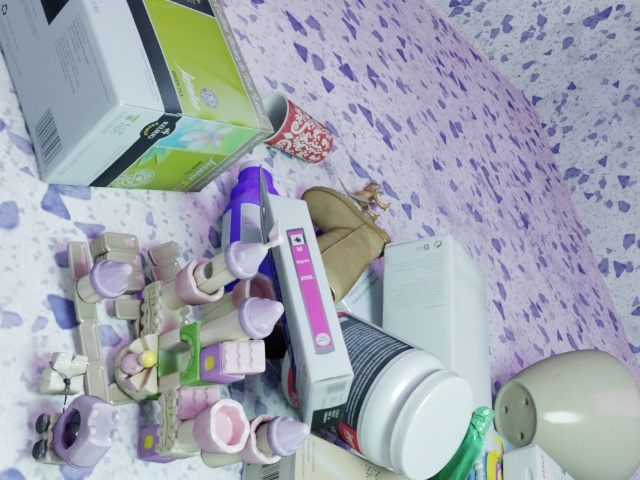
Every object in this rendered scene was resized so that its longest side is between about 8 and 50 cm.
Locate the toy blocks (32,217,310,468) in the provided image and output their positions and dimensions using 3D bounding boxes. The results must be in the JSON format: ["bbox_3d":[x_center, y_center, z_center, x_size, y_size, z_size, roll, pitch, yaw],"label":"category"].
[{"bbox_3d":[-0.150,0.139,0.868,0.308,0.260,0.289,23,52,-44],"label":"toy blocks"}]

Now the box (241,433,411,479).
[{"bbox_3d":[0.032,0.418,1.030,0.311,0.121,0.148,33,38,-33],"label":"box"}]

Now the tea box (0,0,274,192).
[{"bbox_3d":[-0.299,-0.274,1.095,0.323,0.220,0.329,-1,63,-52],"label":"tea box"}]

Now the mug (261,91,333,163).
[{"bbox_3d":[-0.061,-0.259,1.507,0.169,0.113,0.150,23,47,-46],"label":"mug"}]

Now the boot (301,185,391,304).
[{"bbox_3d":[0.000,0.000,1.336,0.236,0.089,0.269,32,34,17],"label":"boot"}]

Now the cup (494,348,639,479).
[{"bbox_3d":[0.561,0.420,1.601,0.236,0.331,0.331,7,54,-21],"label":"cup"}]

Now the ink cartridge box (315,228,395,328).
[{"bbox_3d":[0.107,0.100,1.458,0.330,0.071,0.324,56,33,-4],"label":"ink cartridge box"}]

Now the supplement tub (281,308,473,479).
[{"bbox_3d":[0.085,0.240,1.080,0.191,0.272,0.191,-19,119,-38],"label":"supplement tub"}]

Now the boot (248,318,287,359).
[{"bbox_3d":[-0.071,0.149,1.194,0.219,0.082,0.106,16,28,-41],"label":"boot"}]

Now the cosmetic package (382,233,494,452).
[{"bbox_3d":[0.230,0.208,1.323,0.217,0.156,0.385,42,46,-46],"label":"cosmetic package"}]

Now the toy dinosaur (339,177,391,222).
[{"bbox_3d":[0.107,-0.102,1.654,0.112,0.064,0.211,43,21,12],"label":"toy dinosaur"}]

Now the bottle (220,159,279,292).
[{"bbox_3d":[-0.122,-0.027,1.235,0.118,0.092,0.283,25,43,-32],"label":"bottle"}]

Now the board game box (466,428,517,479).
[{"bbox_3d":[0.389,0.556,1.427,0.336,0.079,0.254,41,36,-23],"label":"board game box"}]

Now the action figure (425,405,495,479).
[{"bbox_3d":[0.226,0.357,1.101,0.063,0.232,0.137,4,34,-23],"label":"action figure"}]

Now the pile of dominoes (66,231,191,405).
[{"bbox_3d":[-0.277,0.113,0.983,0.195,0.040,0.251,7,65,-51],"label":"pile of dominoes"}]

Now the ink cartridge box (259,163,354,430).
[{"bbox_3d":[-0.033,0.076,1.005,0.069,0.176,0.371,-11,57,-11],"label":"ink cartridge box"}]

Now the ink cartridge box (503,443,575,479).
[{"bbox_3d":[0.467,0.541,1.386,0.203,0.085,0.148,42,37,-22],"label":"ink cartridge box"}]
